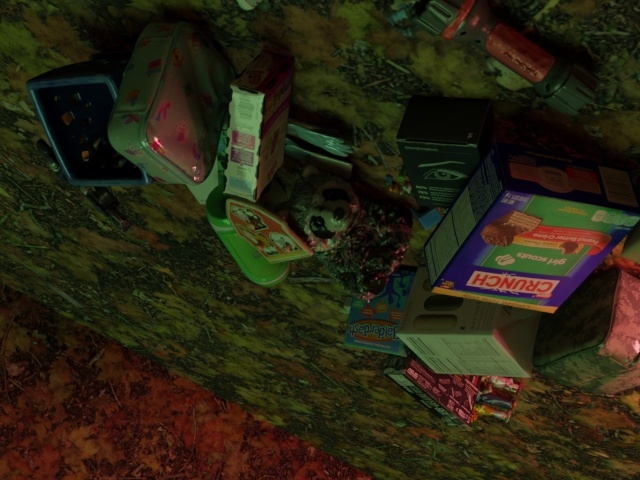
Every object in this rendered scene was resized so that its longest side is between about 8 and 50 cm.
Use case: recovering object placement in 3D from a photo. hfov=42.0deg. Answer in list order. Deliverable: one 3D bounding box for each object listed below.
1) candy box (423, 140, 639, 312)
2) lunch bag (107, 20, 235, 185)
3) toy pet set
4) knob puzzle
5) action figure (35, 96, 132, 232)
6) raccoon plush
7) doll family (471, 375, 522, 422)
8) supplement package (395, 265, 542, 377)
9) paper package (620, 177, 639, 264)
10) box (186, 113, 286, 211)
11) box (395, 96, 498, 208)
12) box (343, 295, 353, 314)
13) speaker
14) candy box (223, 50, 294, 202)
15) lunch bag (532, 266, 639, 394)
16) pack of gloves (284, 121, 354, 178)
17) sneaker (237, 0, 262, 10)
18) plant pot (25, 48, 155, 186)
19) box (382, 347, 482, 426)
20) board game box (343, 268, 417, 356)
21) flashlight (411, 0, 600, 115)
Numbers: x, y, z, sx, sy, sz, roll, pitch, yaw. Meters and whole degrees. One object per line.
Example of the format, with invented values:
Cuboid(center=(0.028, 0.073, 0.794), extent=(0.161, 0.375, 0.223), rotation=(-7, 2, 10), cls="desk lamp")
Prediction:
Cuboid(center=(0.371, -0.013, 1.508), extent=(0.268, 0.122, 0.317), rotation=(9, 143, -14), cls="candy box")
Cuboid(center=(-0.261, -0.253, 1.547), extent=(0.107, 0.279, 0.224), rotation=(4, 159, 31), cls="lunch bag")
Cuboid(center=(0.201, -0.080, 1.750), extent=(0.122, 0.065, 0.114), rotation=(1, 146, 35), cls="toy pet set")
Cuboid(center=(-0.130, -0.018, 1.748), extent=(0.213, 0.030, 0.213), rotation=(27, 153, 15), cls="knob puzzle")
Cuboid(center=(-0.520, -0.195, 1.956), extent=(0.341, 0.178, 0.330), rotation=(44, 161, 12), cls="action figure")
Cuboid(center=(0.000, 0.000, 1.881), extent=(0.299, 0.216, 0.446), rotation=(29, 152, -11), cls="raccoon plush")
Cuboid(center=(0.493, 0.476, 2.484), extent=(0.163, 0.118, 0.263), rotation=(17, 152, 10), cls="doll family")
Cuboid(center=(0.359, 0.187, 1.971), extent=(0.262, 0.199, 0.198), rotation=(-5, 142, 42), cls="supplement package")
Cuboid(center=(0.720, -0.028, 1.361), extent=(0.324, 0.168, 0.309), rotation=(23, 153, -5), cls="paper package")
Cuboid(center=(-0.236, -0.182, 1.890), extent=(0.232, 0.058, 0.322), rotation=(7, 151, 26), cls="box")
Cuboid(center=(0.242, -0.156, 1.535), extent=(0.153, 0.108, 0.207), rotation=(8, 150, 23), cls="box")
Cuboid(center=(0.163, 0.226, 2.360), extent=(0.145, 0.038, 0.186), rotation=(5, 149, 29), cls="box")
Cuboid(center=(-0.163, -0.011, 1.954), extent=(0.131, 0.131, 0.296), rotation=(8, 151, 24), cls="speaker")
Cuboid(center=(-0.116, -0.212, 1.554), extent=(0.071, 0.159, 0.233), rotation=(16, 127, 11), cls="candy box")
Cuboid(center=(0.646, 0.220, 1.810), extent=(0.256, 0.213, 0.305), rotation=(27, 153, -9), cls="lunch bag")
Cuboid(center=(-0.035, -0.213, 1.725), extent=(0.232, 0.046, 0.195), rotation=(19, 167, 4), cls="pack of gloves")
Cuboid(center=(-0.129, -0.431, 1.390), extent=(0.069, 0.038, 0.098), rotation=(-11, 148, 44), cls="sneaker")
Cuboid(center=(-0.398, -0.257, 1.659), extent=(0.236, 0.212, 0.236), rotation=(3, 124, 31), cls="plant pot")
Cuboid(center=(0.311, 0.311, 2.186), extent=(0.076, 0.242, 0.307), rotation=(-9, 141, 44), cls="box")
Cuboid(center=(0.155, 0.173, 2.081), extent=(0.160, 0.210, 0.047), rotation=(6, 170, 26), cls="board game box")
Cuboid(center=(0.286, -0.296, 1.262), extent=(0.304, 0.103, 0.103), rotation=(30, 149, -13), cls="flashlight")
